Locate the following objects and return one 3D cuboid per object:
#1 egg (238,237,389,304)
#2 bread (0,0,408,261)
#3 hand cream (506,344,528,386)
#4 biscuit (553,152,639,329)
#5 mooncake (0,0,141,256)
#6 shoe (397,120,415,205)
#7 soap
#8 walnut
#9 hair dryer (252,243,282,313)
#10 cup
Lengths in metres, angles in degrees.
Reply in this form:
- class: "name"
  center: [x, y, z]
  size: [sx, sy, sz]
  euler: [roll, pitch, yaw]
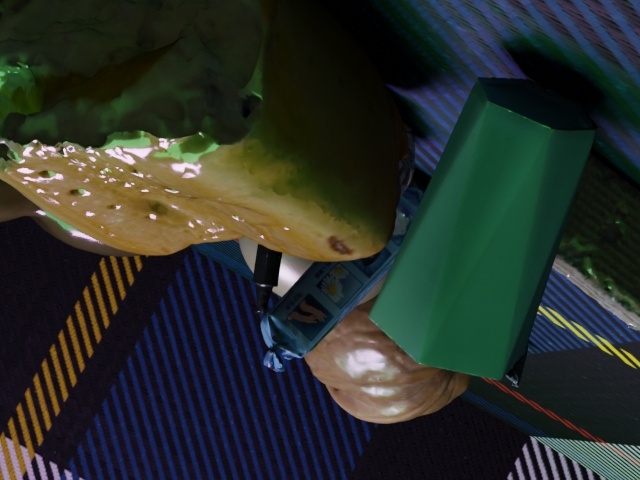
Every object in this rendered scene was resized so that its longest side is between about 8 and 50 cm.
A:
- class: "egg"
  center: [0.000, 0.000, 2.076]
  size: [0.242, 0.186, 0.186]
  euler: [9, -173, -40]
- class: "bread"
  center: [-0.109, -0.125, 1.474]
  size: [0.361, 0.250, 0.394]
  euler: [1, 162, 32]
- class: "hand cream"
  center: [0.284, 0.158, 2.539]
  size: [0.052, 0.075, 0.248]
  euler: [29, 170, 36]
- class: "biscuit"
  center: [0.261, -0.009, 1.469]
  size: [0.239, 0.108, 0.062]
  euler: [33, 169, -28]
- class: "mooncake"
  center: [-0.344, -0.159, 1.778]
  size: [0.467, 0.262, 0.467]
  euler: [16, -174, -2]
- class: "shoe"
  center: [0.063, -0.098, 1.671]
  size: [0.089, 0.092, 0.180]
  euler: [13, 132, 25]
- class: "soap"
  center: [0.028, 0.043, 1.911]
  size: [0.077, 0.293, 0.156]
  euler: [43, 175, 1]
- class: "walnut"
  center: [0.106, 0.133, 2.313]
  size: [0.285, 0.285, 0.296]
  euler: [22, -169, 38]
- class: "hair dryer"
  center: [-0.046, -0.034, 1.892]
  size: [0.070, 0.255, 0.128]
  euler: [6, -179, -29]
- class: "cup"
  center: [0.146, -0.013, 1.325]
  size: [0.134, 0.235, 0.148]
  euler: [-6, -144, -40]
